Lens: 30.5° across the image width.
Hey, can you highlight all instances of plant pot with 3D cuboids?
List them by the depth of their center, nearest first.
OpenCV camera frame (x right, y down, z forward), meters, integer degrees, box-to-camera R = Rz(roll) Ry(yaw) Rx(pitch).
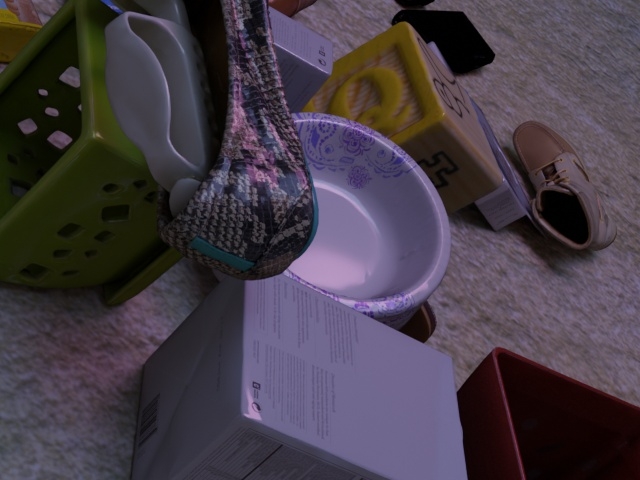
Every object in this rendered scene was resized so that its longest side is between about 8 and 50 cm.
[{"bbox_3d":[-0.224,-0.078,1.211,0.207,0.227,0.228,26,37,-38],"label":"plant pot"},{"bbox_3d":[0.227,0.318,1.260,0.267,0.236,0.267,24,39,-28],"label":"plant pot"}]

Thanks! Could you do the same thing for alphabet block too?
[{"bbox_3d":[0.106,-0.143,1.607,0.197,0.193,0.192,39,26,-49],"label":"alphabet block"}]

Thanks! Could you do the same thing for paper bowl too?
[{"bbox_3d":[0.000,0.000,1.392,0.284,0.148,0.284,14,51,-18],"label":"paper bowl"}]

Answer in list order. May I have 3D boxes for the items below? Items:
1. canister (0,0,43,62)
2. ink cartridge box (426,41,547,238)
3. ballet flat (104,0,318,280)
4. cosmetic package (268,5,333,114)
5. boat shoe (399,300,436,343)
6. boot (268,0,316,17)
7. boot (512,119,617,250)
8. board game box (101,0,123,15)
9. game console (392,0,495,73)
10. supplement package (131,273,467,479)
[{"bbox_3d":[-0.403,-0.295,1.371,0.126,0.073,0.170,-2,58,-48],"label":"canister"},{"bbox_3d":[0.256,-0.148,1.938,0.261,0.066,0.296,41,23,-57],"label":"ink cartridge box"},{"bbox_3d":[-0.123,-0.186,1.100,0.182,0.164,0.482,19,46,-40],"label":"ballet flat"},{"bbox_3d":[-0.110,-0.244,1.472,0.231,0.117,0.085,28,37,-22],"label":"cosmetic package"},{"bbox_3d":[0.082,0.044,1.537,0.207,0.073,0.073,50,36,6],"label":"boat shoe"},{"bbox_3d":[-0.146,-0.445,1.800,0.283,0.109,0.220,56,38,2],"label":"boot"},{"bbox_3d":[0.392,-0.096,1.971,0.262,0.095,0.203,61,22,11],"label":"boot"},{"bbox_3d":[-0.213,-0.346,1.600,0.281,0.027,0.145,-1,65,-34],"label":"board game box"},{"bbox_3d":[0.173,-0.456,2.191,0.213,0.044,0.361,-14,64,-53],"label":"game console"},{"bbox_3d":[-0.021,0.191,1.158,0.263,0.198,0.199,27,37,-25],"label":"supplement package"}]
